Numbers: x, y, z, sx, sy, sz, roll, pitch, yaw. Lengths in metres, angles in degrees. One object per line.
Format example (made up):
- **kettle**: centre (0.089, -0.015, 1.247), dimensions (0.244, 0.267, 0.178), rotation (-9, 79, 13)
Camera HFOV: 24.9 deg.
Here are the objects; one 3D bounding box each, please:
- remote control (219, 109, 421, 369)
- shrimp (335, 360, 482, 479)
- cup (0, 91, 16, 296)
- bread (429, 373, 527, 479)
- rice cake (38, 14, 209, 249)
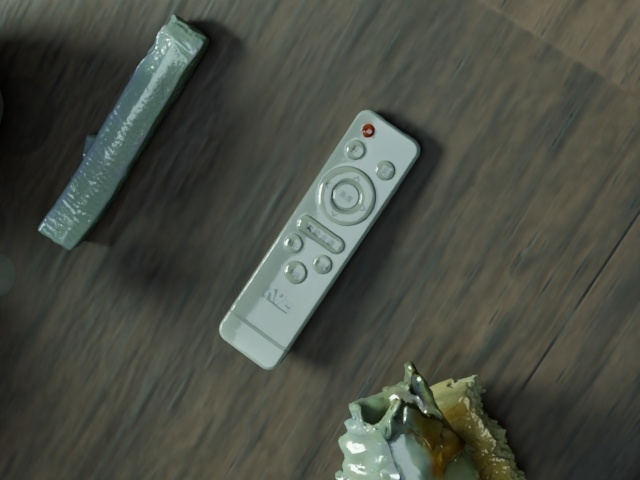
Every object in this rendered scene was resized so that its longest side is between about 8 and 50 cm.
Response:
- **remote control**: centre (0.000, 0.000, 0.964), dimensions (0.050, 0.027, 0.184), rotation (35, 101, 8)
- **shrimp**: centre (0.022, 0.219, 0.958), dimensions (0.185, 0.068, 0.287), rotation (51, 129, 1)
- **cup**: centre (-0.302, -0.082, 0.967), dimensions (0.167, 0.173, 0.299), rotation (-38, 86, 18)
- **bread**: centre (0.088, 0.134, 0.946), dimensions (0.070, 0.035, 0.083), rotation (-25, 99, 23)
- **rice cake**: centre (-0.137, -0.074, 0.991), dimensions (0.042, 0.030, 0.180), rotation (36, 106, 4)
